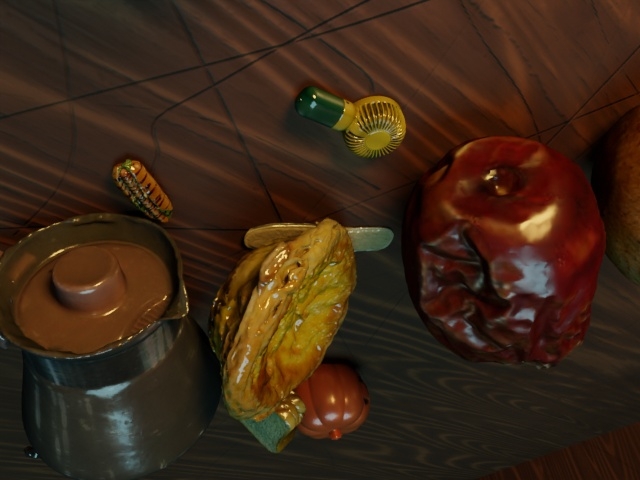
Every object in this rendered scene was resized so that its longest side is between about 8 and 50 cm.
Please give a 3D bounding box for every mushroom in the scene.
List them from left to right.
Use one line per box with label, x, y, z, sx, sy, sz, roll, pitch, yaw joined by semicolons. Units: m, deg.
mushroom;0.471;-0.061;0.797;0.195;0.263;0.283;-5;129;32

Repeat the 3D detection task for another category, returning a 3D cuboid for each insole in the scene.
insole;0.000;0.000;0.955;0.248;0.011;0.081;0;143;-15

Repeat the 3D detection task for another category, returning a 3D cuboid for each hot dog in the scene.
hot dog;-0.234;-0.061;0.786;0.049;0.037;0.122;-15;143;11

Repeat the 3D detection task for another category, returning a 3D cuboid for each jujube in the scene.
jujube;0.256;0.032;0.841;0.277;0.276;0.376;-14;138;4

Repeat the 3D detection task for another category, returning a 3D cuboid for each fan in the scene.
fan;0.037;-0.148;0.735;0.155;0.039;0.082;14;138;-30

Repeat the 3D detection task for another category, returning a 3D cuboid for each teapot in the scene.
teapot;-0.337;0.143;0.871;0.376;0.305;0.361;16;136;10

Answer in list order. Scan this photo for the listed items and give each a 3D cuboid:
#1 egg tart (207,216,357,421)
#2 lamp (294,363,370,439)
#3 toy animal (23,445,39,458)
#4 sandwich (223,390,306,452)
egg tart;-0.062;0.105;0.891;0.129;0.341;0.341;28;152;22
lamp;0.021;0.376;1.354;0.188;0.163;0.187;-9;143;-7
toy animal;-0.376;0.302;1.074;0.158;0.312;0.097;36;131;-9
sandwich;-0.125;0.360;1.293;0.065;0.186;0.214;-38;163;-35
